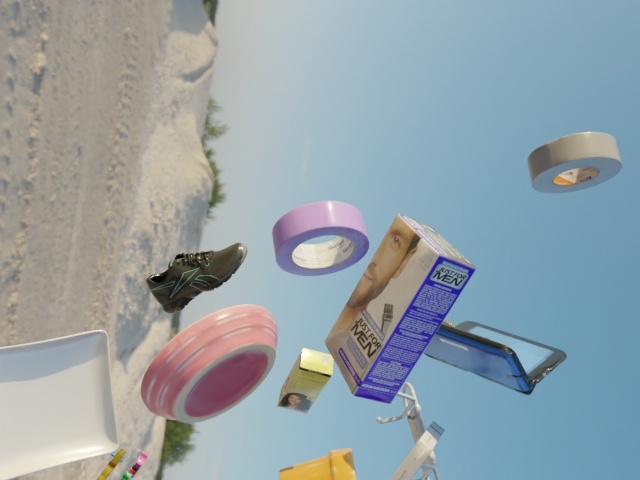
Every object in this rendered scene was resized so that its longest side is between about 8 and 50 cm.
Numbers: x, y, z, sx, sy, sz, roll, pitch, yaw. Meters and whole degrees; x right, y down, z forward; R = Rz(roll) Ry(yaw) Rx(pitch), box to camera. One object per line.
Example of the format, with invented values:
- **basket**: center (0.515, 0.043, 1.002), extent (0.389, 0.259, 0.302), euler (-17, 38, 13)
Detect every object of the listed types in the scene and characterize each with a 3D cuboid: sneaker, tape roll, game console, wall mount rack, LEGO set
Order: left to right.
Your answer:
- **LEGO set**: center (-0.520, 0.592, 1.641), extent (0.093, 0.087, 0.227), euler (-53, -176, 2)
- **sneaker**: center (-0.291, 0.073, 1.463), extent (0.267, 0.106, 0.101), euler (-33, -161, 15)
- **tape roll**: center (0.000, 0.000, 1.815), extent (0.275, 0.275, 0.090), euler (114, -31, -54)
- **wall mount rack**: center (0.252, 0.570, 1.806), extent (0.304, 0.130, 0.350), euler (97, -18, -56)
- **game console**: center (0.384, 0.224, 1.467), extent (0.293, 0.250, 0.173), euler (14, -120, 45)
- **tape roll**: center (0.648, -0.195, 1.605), extent (0.219, 0.219, 0.072), euler (125, -37, -66)

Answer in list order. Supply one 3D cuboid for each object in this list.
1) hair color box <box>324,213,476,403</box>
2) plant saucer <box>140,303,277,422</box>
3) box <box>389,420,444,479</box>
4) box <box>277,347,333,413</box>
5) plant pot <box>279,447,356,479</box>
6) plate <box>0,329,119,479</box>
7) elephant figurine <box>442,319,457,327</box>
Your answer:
- **hair color box**: center (0.150, 0.138, 1.274), extent (0.339, 0.110, 0.185), euler (-61, -150, 16)
- **plant saucer**: center (-0.223, 0.285, 1.367), extent (0.084, 0.332, 0.332), euler (48, -41, 31)
- **box**: center (0.209, 0.487, 1.391), extent (0.145, 0.038, 0.186), euler (-56, 163, 9)
- **box**: center (-0.040, 0.364, 1.601), extent (0.232, 0.087, 0.058), euler (114, -11, -47)
- **plant pot**: center (-0.008, 0.638, 1.579), extent (0.205, 0.188, 0.205), euler (177, -90, -88)
- **plate**: center (-0.585, 0.344, 1.329), extent (0.045, 0.278, 0.277), euler (5, -79, 60)
- **elephant figurine**: center (0.272, 0.214, 1.944), extent (0.169, 0.186, 0.239), euler (51, 6, -39)
